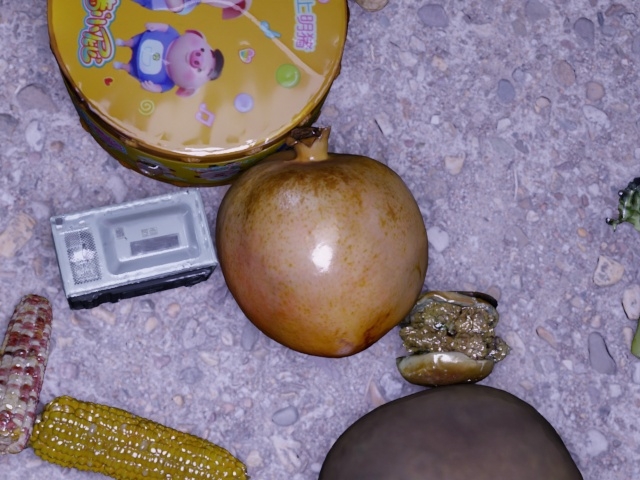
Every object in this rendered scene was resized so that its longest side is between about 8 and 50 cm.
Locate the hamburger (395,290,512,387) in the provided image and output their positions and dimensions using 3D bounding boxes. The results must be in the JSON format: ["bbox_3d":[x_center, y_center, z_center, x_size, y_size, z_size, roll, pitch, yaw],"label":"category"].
[{"bbox_3d":[0.192,0.154,1.468,0.184,0.159,0.131,5,64,-16],"label":"hamburger"}]

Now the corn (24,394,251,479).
[{"bbox_3d":[-0.249,0.296,1.415,0.312,0.102,0.102,20,78,-8],"label":"corn"}]

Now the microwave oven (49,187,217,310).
[{"bbox_3d":[-0.263,0.018,1.428,0.208,0.162,0.123,-13,83,-14],"label":"microwave oven"}]

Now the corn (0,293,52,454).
[{"bbox_3d":[-0.412,0.180,1.389,0.079,0.079,0.237,9,49,-6],"label":"corn"}]

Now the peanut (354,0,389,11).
[{"bbox_3d":[0.061,-0.441,1.590,0.080,0.080,0.175,-26,85,-11],"label":"peanut"}]

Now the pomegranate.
[{"bbox_3d":[0.000,0.000,1.384,0.319,0.319,0.319,1,80,-7],"label":"pomegranate"}]

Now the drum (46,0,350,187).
[{"bbox_3d":[-0.176,-0.291,1.465,0.431,0.214,0.431,1,81,-7],"label":"drum"}]

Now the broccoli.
[{"bbox_3d":[0.530,0.038,1.551,0.145,0.165,0.304,8,93,-37],"label":"broccoli"}]

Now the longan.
[{"bbox_3d":[0.168,0.358,1.358,0.360,0.361,0.361,1,80,-7],"label":"longan"}]
